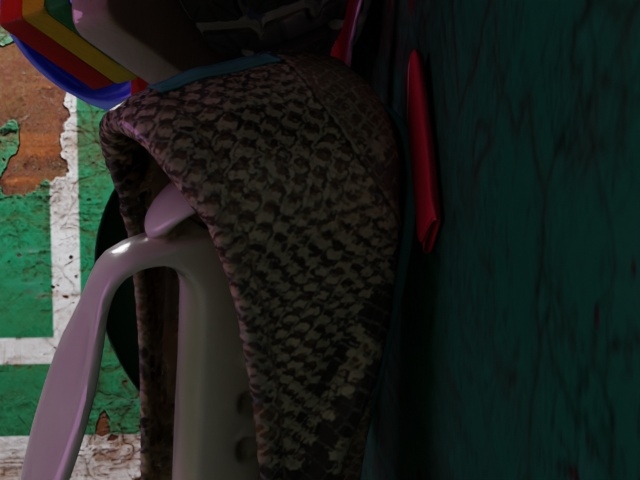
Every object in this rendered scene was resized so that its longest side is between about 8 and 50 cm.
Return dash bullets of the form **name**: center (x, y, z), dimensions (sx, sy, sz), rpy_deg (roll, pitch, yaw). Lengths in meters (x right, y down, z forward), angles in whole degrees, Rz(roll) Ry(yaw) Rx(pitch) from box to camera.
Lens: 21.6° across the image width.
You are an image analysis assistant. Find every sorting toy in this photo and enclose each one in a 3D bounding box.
- **sorting toy**: center (-0.087, -0.181, 0.999), dimensions (0.255, 0.089, 0.257), rpy_deg (34, -131, -56)

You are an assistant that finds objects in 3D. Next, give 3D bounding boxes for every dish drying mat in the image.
- **dish drying mat**: center (0.043, -0.038, 0.713), dimensions (0.032, 0.008, 0.083), rpy_deg (101, 168, -62)

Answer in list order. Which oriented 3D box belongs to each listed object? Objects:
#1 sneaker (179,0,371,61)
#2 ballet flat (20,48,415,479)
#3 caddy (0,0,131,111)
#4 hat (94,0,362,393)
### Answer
- **sneaker**: center (-0.020, -0.250, 0.907), dimensions (0.147, 0.130, 0.330), rpy_deg (-26, -69, -70)
- **ballet flat**: center (-0.057, 0.154, 0.776), dimensions (0.164, 0.182, 0.483), rpy_deg (21, 114, 52)
- **caddy**: center (-0.122, -0.250, 1.261), dimensions (0.179, 0.241, 0.341), rpy_deg (-87, 0, -50)
- **hat**: center (0.000, 0.000, 0.844), dimensions (0.183, 0.208, 0.173), rpy_deg (-21, 24, 47)
